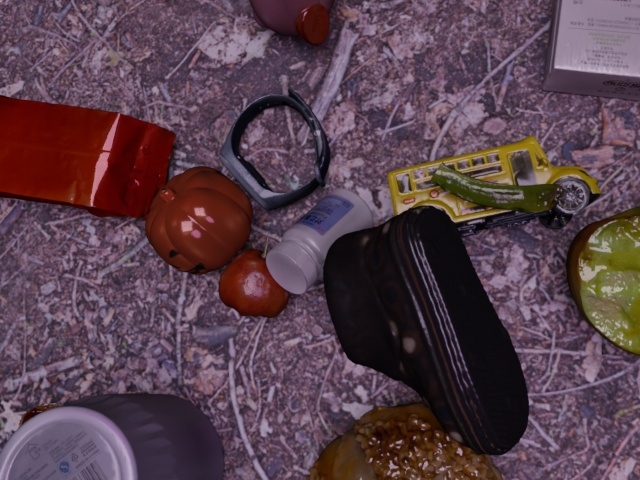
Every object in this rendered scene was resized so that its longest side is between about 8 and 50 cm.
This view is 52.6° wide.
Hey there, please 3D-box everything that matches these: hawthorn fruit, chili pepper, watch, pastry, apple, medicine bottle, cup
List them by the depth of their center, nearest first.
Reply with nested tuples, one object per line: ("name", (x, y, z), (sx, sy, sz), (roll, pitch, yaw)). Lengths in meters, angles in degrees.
("apple", (0.509, 0.060, 0.986), (0.246, 0.246, 0.227), (-18, 89, 5))
("chili pepper", (0.268, -0.076, 0.997), (0.201, 0.050, 0.052), (14, 121, 10))
("cup", (-0.310, 0.359, 1.001), (0.253, 0.371, 0.254), (-2, 74, 5))
("pastry", (0.128, 0.406, 1.014), (0.315, 0.184, 0.285), (-28, 79, 3))
("medicine bottle", (0.000, 0.000, 1.098), (0.102, 0.103, 0.186), (39, 56, 12))
("hawthorn fruit", (-0.110, 0.074, 1.124), (0.125, 0.125, 0.140), (48, 130, 12))
("watch", (-0.073, -0.165, 1.194), (0.193, 0.068, 0.206), (-43, 76, 1))

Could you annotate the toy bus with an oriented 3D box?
("toy bus", (0.283, -0.078, 1.089), (0.329, 0.144, 0.152), (-12, 79, 8))

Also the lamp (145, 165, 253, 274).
("lamp", (-0.217, -0.040, 1.127), (0.187, 0.164, 0.188), (-27, 41, 26))

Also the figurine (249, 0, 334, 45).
("figurine", (-0.054, -0.462, 1.189), (0.173, 0.173, 0.174), (-1, 81, 8))

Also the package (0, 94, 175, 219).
("package", (-0.501, -0.159, 1.225), (0.423, 0.123, 0.196), (11, 85, 11))

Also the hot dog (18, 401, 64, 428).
("hot dog", (-0.491, 0.392, 1.172), (0.108, 0.059, 0.191), (-13, 78, 1))

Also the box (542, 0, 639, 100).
("box", (0.530, -0.353, 1.113), (0.260, 0.111, 0.195), (9, 83, 7))

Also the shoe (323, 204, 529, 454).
("shoe", (0.147, 0.152, 0.996), (0.237, 0.171, 0.384), (-23, 93, 43))
